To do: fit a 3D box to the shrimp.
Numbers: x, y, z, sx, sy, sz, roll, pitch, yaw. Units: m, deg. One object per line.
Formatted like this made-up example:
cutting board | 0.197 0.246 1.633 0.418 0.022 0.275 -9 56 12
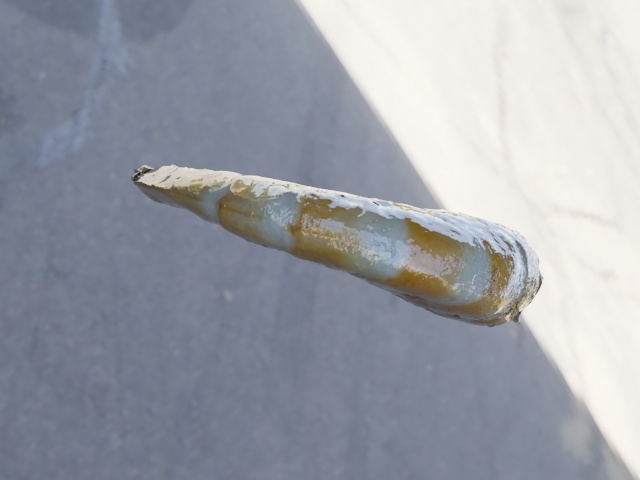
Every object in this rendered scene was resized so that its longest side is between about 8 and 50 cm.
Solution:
shrimp | 0.018 0.003 1.085 0.185 0.287 0.068 178 -76 -82
